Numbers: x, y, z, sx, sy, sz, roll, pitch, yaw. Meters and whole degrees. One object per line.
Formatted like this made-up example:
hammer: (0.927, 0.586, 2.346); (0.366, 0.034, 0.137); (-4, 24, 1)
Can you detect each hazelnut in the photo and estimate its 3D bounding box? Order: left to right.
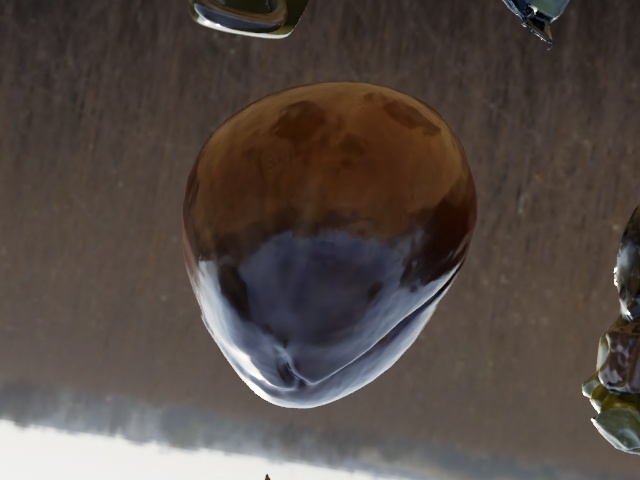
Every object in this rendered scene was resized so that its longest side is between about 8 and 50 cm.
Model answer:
hazelnut: (0.000, 0.000, 1.374); (0.315, 0.372, 0.372); (13, 172, 7)

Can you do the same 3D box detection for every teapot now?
teapot: (-0.100, -0.299, 1.295); (0.175, 0.268, 0.186); (8, 133, -18)

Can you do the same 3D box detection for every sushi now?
sushi: (0.472, 0.123, 1.426); (0.328, 0.285, 0.328); (11, 165, 20)

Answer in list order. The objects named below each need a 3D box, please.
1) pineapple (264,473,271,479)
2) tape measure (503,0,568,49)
pineapple: (-0.036, 0.289, 1.221); (0.069, 0.116, 0.137); (10, 180, -7)
tape measure: (0.228, -0.368, 1.445); (0.207, 0.235, 0.115); (29, -164, 2)
